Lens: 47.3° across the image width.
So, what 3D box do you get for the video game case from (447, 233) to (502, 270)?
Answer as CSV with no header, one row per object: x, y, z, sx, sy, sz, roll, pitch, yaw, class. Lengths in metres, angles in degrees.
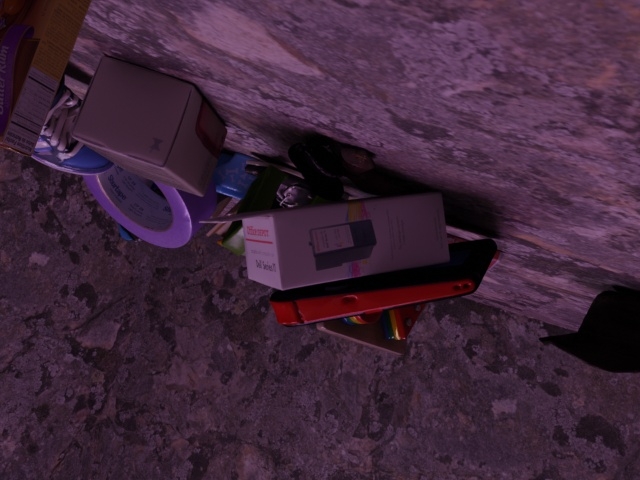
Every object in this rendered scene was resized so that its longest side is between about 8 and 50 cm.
0.250,0.002,1.620,0.285,0.025,0.204,18,175,9,video game case

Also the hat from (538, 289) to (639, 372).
0.613,0.170,1.449,0.331,0.134,0.331,7,-173,-1,hat

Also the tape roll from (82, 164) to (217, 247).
-0.341,-0.115,1.444,0.275,0.090,0.275,24,144,19,tape roll

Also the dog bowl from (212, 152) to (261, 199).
-0.219,-0.146,1.517,0.297,0.074,0.166,19,175,9,dog bowl

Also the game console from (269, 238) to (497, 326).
0.121,0.059,1.268,0.342,0.060,0.386,-13,-175,19,game console

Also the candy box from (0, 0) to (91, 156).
-0.321,-0.191,0.753,0.109,0.187,0.053,18,174,19,candy box

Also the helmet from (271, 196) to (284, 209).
-0.082,-0.041,1.622,0.161,0.169,0.169,23,176,17,helmet

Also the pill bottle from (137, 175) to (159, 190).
-0.443,-0.151,1.880,0.152,0.152,0.272,16,174,38,pill bottle

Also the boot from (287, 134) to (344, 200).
0.007,-0.105,1.091,0.121,0.045,0.099,47,166,-19,boot

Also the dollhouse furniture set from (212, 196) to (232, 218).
-0.221,-0.096,1.918,0.183,0.129,0.129,38,179,10,dollhouse furniture set

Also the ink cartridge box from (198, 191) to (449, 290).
0.000,0.000,1.173,0.353,0.119,0.207,-8,-176,-19,ink cartridge box

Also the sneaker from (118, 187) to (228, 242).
-0.345,-0.079,1.764,0.341,0.125,0.139,-22,165,27,sneaker

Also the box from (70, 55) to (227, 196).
-0.250,-0.165,1.116,0.148,0.127,0.232,19,175,6,box

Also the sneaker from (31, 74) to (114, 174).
-0.428,-0.207,1.151,0.323,0.130,0.236,40,164,-32,sneaker

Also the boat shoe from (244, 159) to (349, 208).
-0.049,-0.093,1.428,0.233,0.079,0.084,24,174,-31,boat shoe

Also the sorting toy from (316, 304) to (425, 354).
0.131,0.096,1.581,0.257,0.255,0.089,23,158,-38,sorting toy

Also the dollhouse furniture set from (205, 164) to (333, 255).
-0.105,0.018,1.423,0.197,0.151,0.301,31,146,-17,dollhouse furniture set

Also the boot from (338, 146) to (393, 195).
0.071,-0.104,1.091,0.106,0.037,0.114,22,171,-6,boot
